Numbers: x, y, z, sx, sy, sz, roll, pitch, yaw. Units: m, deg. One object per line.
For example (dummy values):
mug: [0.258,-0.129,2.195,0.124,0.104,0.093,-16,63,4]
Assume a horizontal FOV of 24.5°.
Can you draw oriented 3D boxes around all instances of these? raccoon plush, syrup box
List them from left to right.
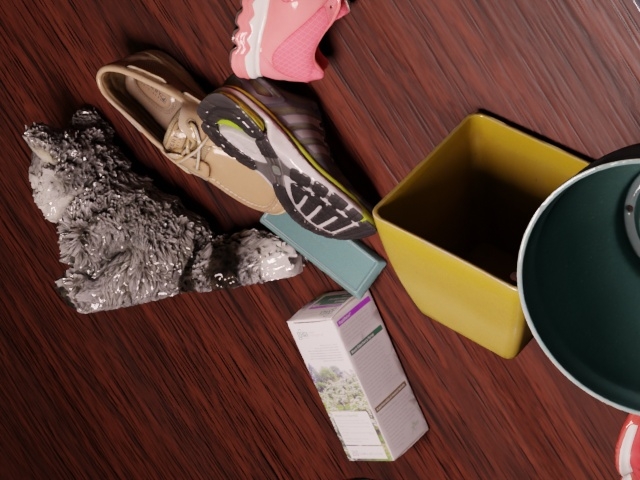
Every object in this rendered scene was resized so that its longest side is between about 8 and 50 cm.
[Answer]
raccoon plush: [-0.240,-0.070,2.209,0.446,0.216,0.299,-10,96,16]
syrup box: [0.054,0.192,2.104,0.093,0.096,0.237,-8,110,45]

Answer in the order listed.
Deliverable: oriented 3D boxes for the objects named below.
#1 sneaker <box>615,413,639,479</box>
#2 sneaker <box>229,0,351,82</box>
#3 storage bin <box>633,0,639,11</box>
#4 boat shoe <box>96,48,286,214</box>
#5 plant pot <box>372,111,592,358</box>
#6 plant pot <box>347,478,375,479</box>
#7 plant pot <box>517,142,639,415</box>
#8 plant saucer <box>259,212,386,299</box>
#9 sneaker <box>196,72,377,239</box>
sneaker: [0.437,0.289,1.822,0.128,0.087,0.221,16,140,26]
sneaker: [-0.021,-0.334,1.824,0.136,0.116,0.314,14,126,2]
storage bin: [0.381,-0.278,1.453,0.098,0.091,0.135,57,141,-3]
boat shoe: [-0.175,-0.142,2.064,0.341,0.110,0.121,37,122,22]
plant pot: [0.211,0.011,1.753,0.212,0.212,0.187,28,146,29]
plant pot: [0.020,0.533,2.213,0.293,0.235,0.293,10,106,37]
plant pot: [0.377,0.016,1.557,0.293,0.196,0.293,11,118,22]
plant saucer: [0.000,0.000,2.055,0.192,0.018,0.067,38,98,20]
sneaker: [-0.021,-0.119,1.955,0.300,0.121,0.111,45,144,-19]
